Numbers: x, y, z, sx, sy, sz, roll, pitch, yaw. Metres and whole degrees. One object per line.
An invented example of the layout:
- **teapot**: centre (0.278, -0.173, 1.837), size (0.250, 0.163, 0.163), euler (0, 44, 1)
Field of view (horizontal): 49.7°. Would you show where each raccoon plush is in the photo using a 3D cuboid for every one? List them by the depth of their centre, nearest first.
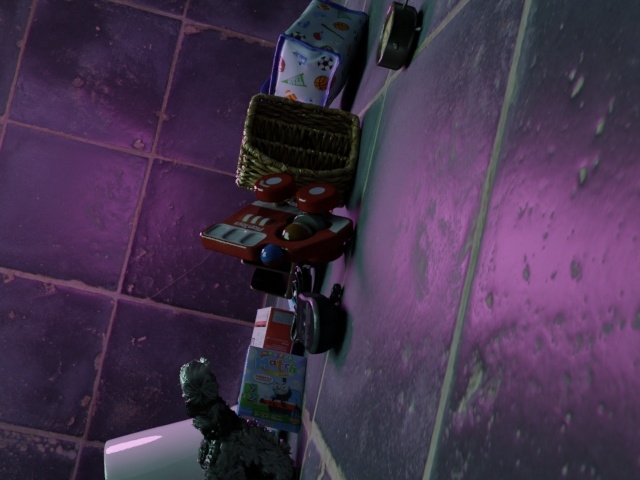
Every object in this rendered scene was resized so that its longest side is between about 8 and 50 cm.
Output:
- **raccoon plush**: centre (-0.208, 0.523, 1.672), size (0.299, 0.216, 0.447), euler (117, 139, -56)

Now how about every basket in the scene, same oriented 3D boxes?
- **basket**: centre (-0.056, -0.229, 1.773), size (0.213, 0.299, 0.223), euler (-94, 18, -66)

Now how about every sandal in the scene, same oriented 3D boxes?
- **sandal**: centre (-0.030, 0.151, 1.935), size (0.097, 0.054, 0.255), euler (101, 172, -83)

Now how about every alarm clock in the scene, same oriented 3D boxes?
- **alarm clock**: centre (0.153, -0.413, 1.424), size (0.192, 0.064, 0.130), euler (175, 108, -80)

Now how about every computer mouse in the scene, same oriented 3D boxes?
- **computer mouse**: centre (-0.008, 0.167, 1.524), size (0.272, 0.072, 0.189), euler (-147, 61, -74)

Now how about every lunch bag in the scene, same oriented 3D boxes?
- **lunch bag**: centre (-0.031, -0.535, 2.238), size (0.386, 0.238, 0.328), euler (106, -170, -45)

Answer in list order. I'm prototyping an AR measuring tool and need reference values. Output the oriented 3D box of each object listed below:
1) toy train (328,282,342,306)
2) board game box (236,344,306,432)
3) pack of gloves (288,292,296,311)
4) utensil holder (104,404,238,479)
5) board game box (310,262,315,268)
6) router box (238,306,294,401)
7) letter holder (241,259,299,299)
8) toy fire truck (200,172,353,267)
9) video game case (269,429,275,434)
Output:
- **toy train**: centre (0.019, 0.165, 1.579), size (0.036, 0.027, 0.158), euler (-83, 9, -62)
- **board game box**: centre (-0.123, 0.377, 1.771), size (0.212, 0.160, 0.039), euler (-85, 12, -48)
- **pack of gloves**: centre (-0.109, 0.237, 2.373), size (0.195, 0.046, 0.232), euler (142, 140, -77)
- **utensil holder**: centre (-0.369, 0.658, 1.903), size (0.327, 0.385, 0.328), euler (169, 90, -78)
- **board game box**: centre (0.000, 0.000, 2.014), size (0.133, 0.033, 0.169), euler (-109, 27, -68)
- **router box**: centre (-0.162, 0.355, 2.058), size (0.335, 0.082, 0.301), euler (151, 131, -77)
- **letter holder**: centre (-0.150, 0.026, 1.998), size (0.302, 0.214, 0.152), euler (-69, -9, -72)
- **toy fire truck**: centre (-0.092, -0.019, 1.592), size (0.254, 0.302, 0.170), euler (-38, -47, -42)
- **video game case**: centre (-0.172, 0.679, 2.189), size (0.166, 0.015, 0.119), euler (115, 165, -58)
